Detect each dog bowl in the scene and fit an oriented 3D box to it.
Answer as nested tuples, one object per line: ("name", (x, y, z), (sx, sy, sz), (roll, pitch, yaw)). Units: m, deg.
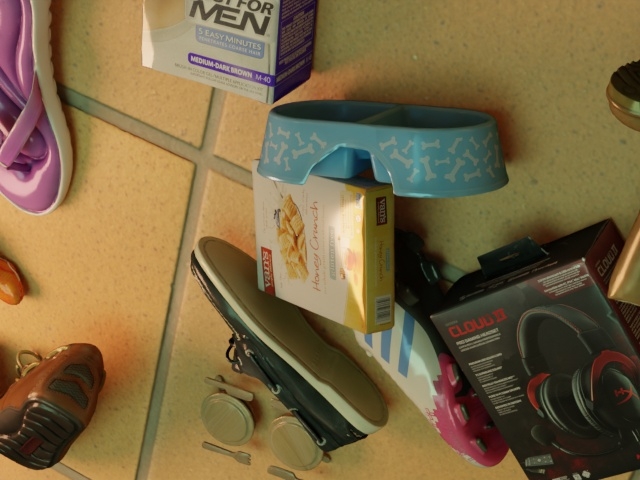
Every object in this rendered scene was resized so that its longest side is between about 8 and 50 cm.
("dog bowl", (0.067, -0.109, 1.486), (0.297, 0.166, 0.074), (7, 108, 27))

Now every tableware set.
("tableware set", (-0.077, 0.260, 1.843), (0.194, 0.039, 0.128), (17, 120, 21))

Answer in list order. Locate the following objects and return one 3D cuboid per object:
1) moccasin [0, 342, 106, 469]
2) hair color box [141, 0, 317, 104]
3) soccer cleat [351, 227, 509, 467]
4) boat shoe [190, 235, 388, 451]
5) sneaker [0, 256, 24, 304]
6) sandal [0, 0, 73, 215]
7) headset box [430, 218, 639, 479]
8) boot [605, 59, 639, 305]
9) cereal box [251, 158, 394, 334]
("moccasin", (-0.416, 0.242, 1.964), (0.139, 0.147, 0.380), (30, 147, -8))
("hair color box", (-0.099, -0.342, 1.480), (0.185, 0.110, 0.338), (18, 122, 21))
("soccer cleat", (0.122, 0.134, 1.627), (0.143, 0.116, 0.331), (-20, 101, 48))
("boat shoe", (-0.064, 0.145, 1.717), (0.340, 0.127, 0.113), (43, 117, -10))
("sneaker", (-0.513, 0.035, 1.948), (0.175, 0.067, 0.064), (45, 127, -1))
("sandal", (-0.430, -0.198, 1.731), (0.169, 0.102, 0.416), (18, 130, 21))
("headset box", (0.284, 0.127, 1.517), (0.218, 0.110, 0.293), (-24, 102, 36))
("boot", (0.347, -0.046, 1.323), (0.089, 0.236, 0.269), (49, 136, 43))
("cereal box", (0.000, 0.000, 1.566), (0.240, 0.047, 0.173), (17, 113, 53))
